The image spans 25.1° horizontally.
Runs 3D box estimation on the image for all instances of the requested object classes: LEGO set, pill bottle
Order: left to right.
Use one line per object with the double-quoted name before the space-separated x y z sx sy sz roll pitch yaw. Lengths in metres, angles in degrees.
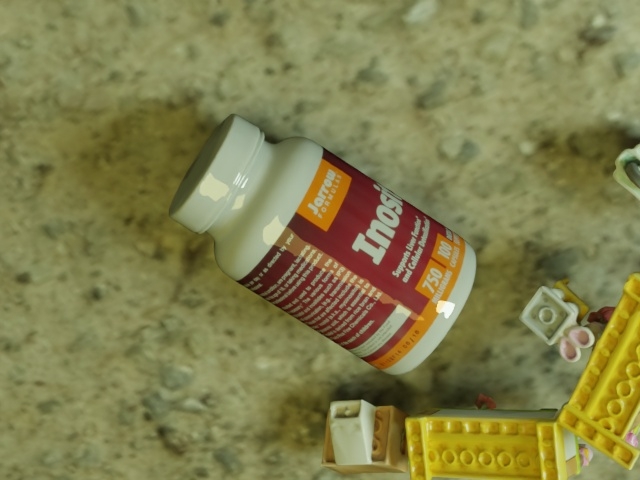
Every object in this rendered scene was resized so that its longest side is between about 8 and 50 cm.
"pill bottle" 0.000 0.000 0.764 0.152 0.086 0.086 32 118 -13
"LEGO set" 0.136 0.074 0.808 0.287 0.107 0.132 -45 72 30
